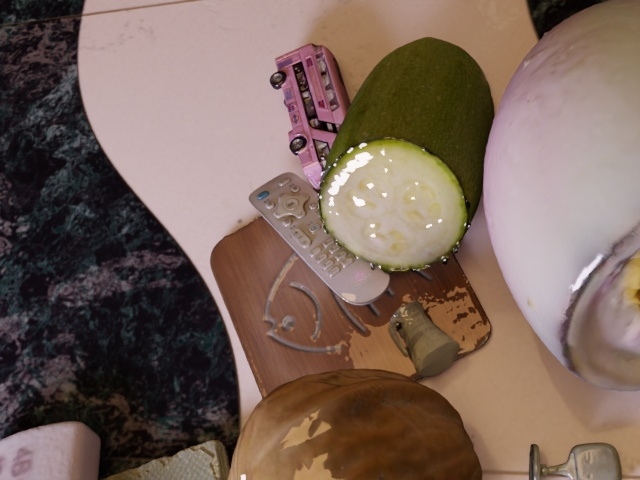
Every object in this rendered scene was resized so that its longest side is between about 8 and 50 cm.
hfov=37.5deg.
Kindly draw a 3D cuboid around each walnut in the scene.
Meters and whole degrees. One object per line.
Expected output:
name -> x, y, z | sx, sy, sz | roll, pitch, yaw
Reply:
walnut -> 0.036, 0.234, 0.960 | 0.261, 0.225, 0.225 | -14, 61, -23

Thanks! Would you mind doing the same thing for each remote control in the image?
remote control -> 0.000, 0.000, 1.146 | 0.073, 0.044, 0.229 | -35, 55, -15

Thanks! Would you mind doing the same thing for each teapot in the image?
teapot -> 0.109, 0.107, 1.061 | 0.083, 0.067, 0.057 | 56, 138, 34

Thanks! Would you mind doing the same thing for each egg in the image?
egg -> 0.316, -0.082, 0.927 | 0.354, 0.354, 0.340 | -28, 49, 7

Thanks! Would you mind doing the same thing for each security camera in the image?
security camera -> 0.265, 0.239, 0.982 | 0.092, 0.058, 0.058 | 1, 70, 6

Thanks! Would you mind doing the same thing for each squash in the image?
squash -> 0.111, -0.107, 1.132 | 0.189, 0.189, 0.260 | -4, 33, 18

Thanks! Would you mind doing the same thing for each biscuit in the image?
biscuit -> -0.190, 0.316, 1.096 | 0.199, 0.040, 0.121 | -23, 62, 19

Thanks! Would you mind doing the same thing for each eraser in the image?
eraser -> -0.340, 0.351, 1.067 | 0.174, 0.095, 0.270 | -22, 41, 13

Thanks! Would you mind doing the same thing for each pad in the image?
pad -> 0.024, 0.061, 1.145 | 0.284, 0.018, 0.286 | -28, 63, 6

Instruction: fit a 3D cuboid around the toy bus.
toy bus -> -0.004, -0.164, 1.208 | 0.090, 0.063, 0.203 | -21, 57, 11
